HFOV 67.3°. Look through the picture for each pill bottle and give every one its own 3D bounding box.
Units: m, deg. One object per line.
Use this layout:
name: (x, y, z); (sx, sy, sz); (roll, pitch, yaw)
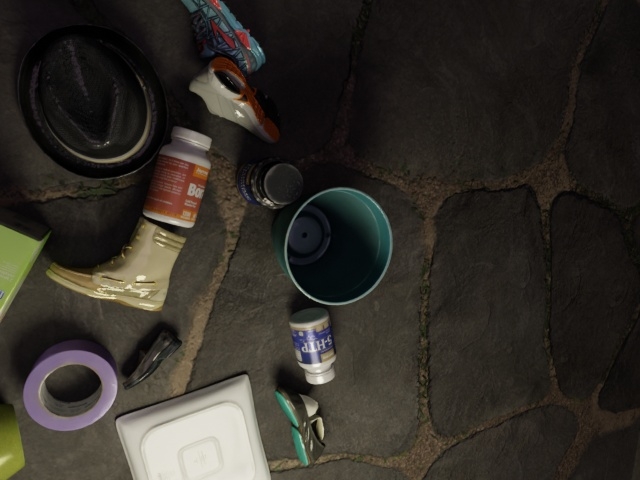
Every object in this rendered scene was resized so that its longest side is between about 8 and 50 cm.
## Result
pill bottle: (-0.327, -0.147, 1.122); (0.121, 0.121, 0.216); (16, 91, -24)
pill bottle: (-0.122, -0.139, 1.156); (0.123, 0.219, 0.122); (-3, 99, -22)
pill bottle: (-0.015, 0.290, 1.320); (0.112, 0.112, 0.186); (-16, 103, -20)

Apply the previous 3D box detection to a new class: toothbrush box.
toothbrush box: (-0.674, 0.085, 0.962); (0.122, 0.206, 0.283); (31, 84, -24)

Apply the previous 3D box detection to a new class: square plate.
square plate: (-0.317, 0.568, 1.265); (0.344, 0.049, 0.347); (-15, 102, -21)

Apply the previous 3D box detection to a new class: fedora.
fedora: (-0.480, -0.297, 1.001); (0.334, 0.152, 0.334); (-1, 94, -14)

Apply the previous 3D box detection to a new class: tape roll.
tape roll: (-0.570, 0.331, 1.108); (0.189, 0.080, 0.189); (-3, 99, -22)

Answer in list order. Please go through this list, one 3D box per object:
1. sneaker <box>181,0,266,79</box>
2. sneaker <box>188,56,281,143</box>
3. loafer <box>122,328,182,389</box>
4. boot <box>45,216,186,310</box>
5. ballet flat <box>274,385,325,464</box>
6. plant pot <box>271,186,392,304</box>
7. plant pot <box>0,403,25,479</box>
sneaker: (-0.250, -0.484, 1.119); (0.262, 0.104, 0.125); (43, 82, -22)
sneaker: (-0.204, -0.328, 1.175); (0.262, 0.121, 0.099); (43, 48, -42)
loafer: (-0.423, 0.292, 1.184); (0.061, 0.062, 0.170); (46, 75, 1)
boot: (-0.460, 0.036, 1.105); (0.262, 0.095, 0.203); (21, 89, -26)
ballet flat: (-0.050, 0.501, 1.353); (0.096, 0.095, 0.280); (-28, 118, -27)
plant pot: (0.000, 0.000, 1.208); (0.272, 0.255, 0.271); (-3, 98, -22)
plant pot: (-0.771, 0.445, 0.959); (0.294, 0.275, 0.274); (-10, 102, -36)
